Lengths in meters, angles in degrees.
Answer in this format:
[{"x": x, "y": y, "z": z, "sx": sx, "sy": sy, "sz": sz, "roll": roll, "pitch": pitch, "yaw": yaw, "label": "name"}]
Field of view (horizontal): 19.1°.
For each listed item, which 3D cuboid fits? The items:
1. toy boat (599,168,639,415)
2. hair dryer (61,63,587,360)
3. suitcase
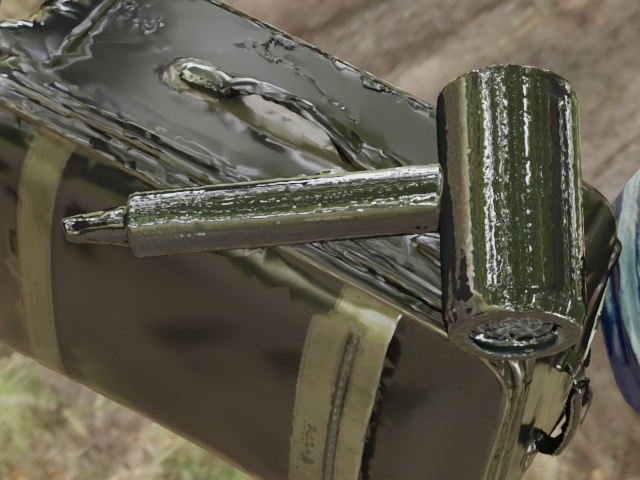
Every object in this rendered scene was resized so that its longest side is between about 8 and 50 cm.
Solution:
[{"x": 0.299, "y": 0.008, "z": 1.211, "sx": 0.210, "sy": 0.292, "sz": 0.070, "roll": 57, "pitch": 24, "yaw": 14, "label": "toy boat"}, {"x": 0.000, "y": 0.000, "z": 0.906, "sx": 0.070, "sy": 0.255, "sz": 0.128, "roll": 62, "pitch": 24, "yaw": -62, "label": "hair dryer"}, {"x": -0.036, "y": 0.009, "z": 1.155, "sx": 0.434, "sy": 0.283, "sz": 0.194, "roll": 27, "pitch": 56, "yaw": 15, "label": "suitcase"}]
